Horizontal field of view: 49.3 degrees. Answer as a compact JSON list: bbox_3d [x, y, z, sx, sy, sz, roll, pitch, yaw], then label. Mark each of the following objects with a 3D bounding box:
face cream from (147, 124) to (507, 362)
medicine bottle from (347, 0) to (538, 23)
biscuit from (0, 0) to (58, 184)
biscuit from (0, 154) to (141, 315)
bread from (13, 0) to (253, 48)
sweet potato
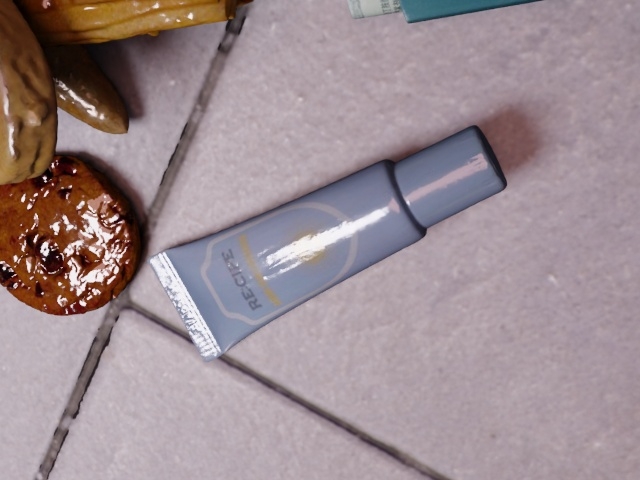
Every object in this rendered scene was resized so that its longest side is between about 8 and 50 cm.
[{"bbox_3d":[0.000,0.000,0.719,0.385,0.086,0.136,-26,97,19],"label":"face cream"},{"bbox_3d":[0.147,-0.270,0.631,0.258,0.079,0.124,-9,104,13],"label":"medicine bottle"},{"bbox_3d":[-0.392,-0.223,0.670,0.394,0.076,0.368,-4,102,41],"label":"biscuit"},{"bbox_3d":[-0.295,-0.005,0.787,0.192,0.049,0.192,1,100,7],"label":"biscuit"},{"bbox_3d":[-0.163,-0.339,0.625,0.277,0.167,0.325,1,98,23],"label":"bread"},{"bbox_3d":[-0.321,-0.244,0.715,0.114,0.092,0.342,-28,97,-2],"label":"sweet potato"}]
